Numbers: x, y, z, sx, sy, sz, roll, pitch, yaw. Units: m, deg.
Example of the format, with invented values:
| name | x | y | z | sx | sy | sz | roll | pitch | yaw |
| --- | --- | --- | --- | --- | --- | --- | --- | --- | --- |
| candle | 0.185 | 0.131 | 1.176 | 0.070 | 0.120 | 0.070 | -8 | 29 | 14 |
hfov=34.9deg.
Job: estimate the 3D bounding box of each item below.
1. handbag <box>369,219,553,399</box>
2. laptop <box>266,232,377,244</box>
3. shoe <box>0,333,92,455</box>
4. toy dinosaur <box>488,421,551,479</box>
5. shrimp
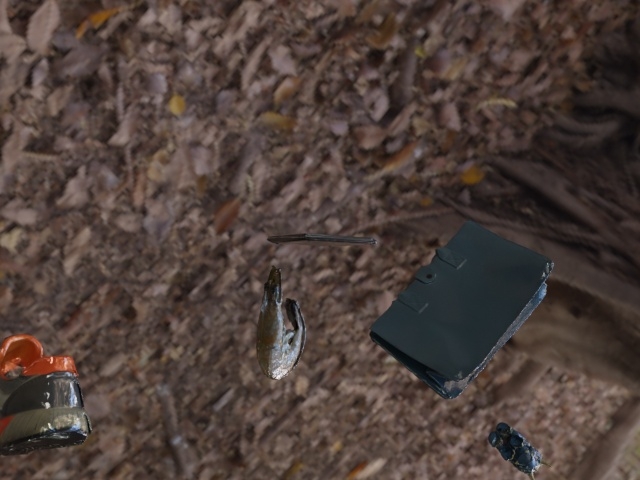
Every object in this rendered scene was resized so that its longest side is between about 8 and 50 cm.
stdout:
| name | x | y | z | sx | sy | sz | roll | pitch | yaw |
| --- | --- | --- | --- | --- | --- | --- | --- | --- | --- |
| handbag | 0.176 | 0.080 | 1.274 | 0.221 | 0.144 | 0.057 | -46 | 155 | -25 |
| laptop | 0.000 | 0.000 | 1.673 | 0.129 | 0.180 | 0.016 | 3 | 87 | -22 |
| shoe | -0.459 | 0.226 | 1.493 | 0.132 | 0.171 | 0.336 | 9 | 161 | -43 |
| toy dinosaur | 0.213 | 0.226 | 1.097 | 0.047 | 0.083 | 0.030 | 39 | 94 | -31 |
| shrimp | -0.070 | 0.150 | 1.880 | 0.126 | 0.047 | 0.223 | -18 | 116 | -46 |
